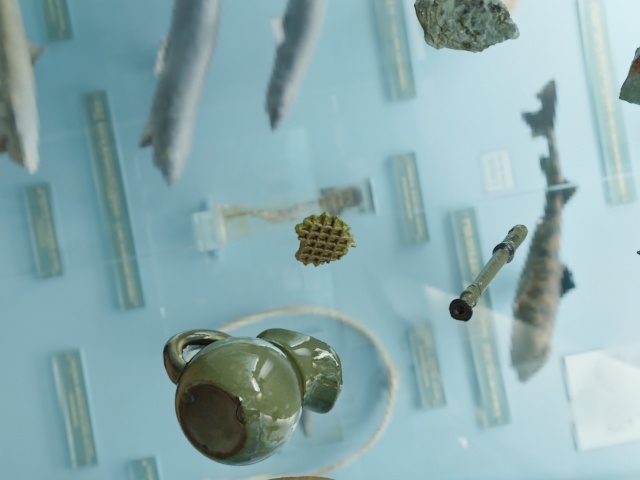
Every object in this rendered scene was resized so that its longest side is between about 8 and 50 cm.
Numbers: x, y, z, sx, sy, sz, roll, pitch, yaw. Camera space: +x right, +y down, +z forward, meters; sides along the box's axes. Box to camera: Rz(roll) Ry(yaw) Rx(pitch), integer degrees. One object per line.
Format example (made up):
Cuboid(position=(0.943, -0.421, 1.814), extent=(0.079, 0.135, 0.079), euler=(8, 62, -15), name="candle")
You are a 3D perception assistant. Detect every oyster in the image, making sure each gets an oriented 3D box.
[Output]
Cuboid(position=(0.230, -0.357, 1.779), extent=(0.064, 0.177, 0.125), euler=(22, -57, 63), name="oyster")

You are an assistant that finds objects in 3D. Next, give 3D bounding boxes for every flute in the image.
Cuboid(position=(0.184, 0.029, 1.196), extent=(0.233, 0.027, 0.027), euler=(-40, 126, -58), name="flute")

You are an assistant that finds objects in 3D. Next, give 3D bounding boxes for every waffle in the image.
Cuboid(position=(0.002, -0.001, 1.366), extent=(0.085, 0.078, 0.016), euler=(71, 6, -47), name="waffle")

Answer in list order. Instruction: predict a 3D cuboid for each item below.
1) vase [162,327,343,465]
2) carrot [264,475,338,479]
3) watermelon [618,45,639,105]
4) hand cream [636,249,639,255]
Cuboid(position=(-0.159, 0.267, 2.190), extent=(0.302, 0.329, 0.241), euler=(-28, 142, -55), name="vase")
Cuboid(position=(-0.038, 0.456, 1.640), extent=(0.258, 0.307, 0.100), euler=(-62, 142, -52), name="carrot")
Cuboid(position=(0.500, -0.280, 1.515), extent=(0.094, 0.154, 0.241), euler=(-58, 157, -45), name="watermelon")
Cuboid(position=(0.592, 0.011, 1.831), extent=(0.061, 0.143, 0.039), euler=(-125, -160, -56), name="hand cream")
